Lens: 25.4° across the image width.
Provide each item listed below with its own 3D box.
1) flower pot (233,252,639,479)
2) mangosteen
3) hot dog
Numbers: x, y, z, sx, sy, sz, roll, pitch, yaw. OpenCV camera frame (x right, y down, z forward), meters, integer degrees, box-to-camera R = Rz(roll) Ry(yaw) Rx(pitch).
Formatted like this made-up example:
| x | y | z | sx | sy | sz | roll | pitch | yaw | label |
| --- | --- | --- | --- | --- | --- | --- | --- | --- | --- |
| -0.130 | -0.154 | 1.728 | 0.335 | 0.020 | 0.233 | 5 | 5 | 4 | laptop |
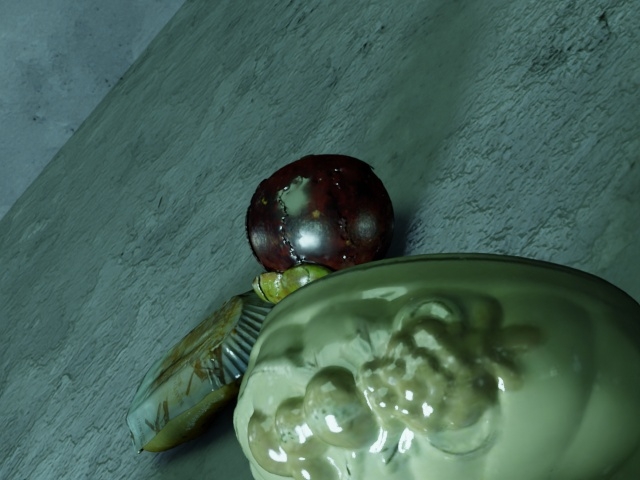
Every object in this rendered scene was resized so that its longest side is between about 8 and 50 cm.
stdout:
| x | y | z | sx | sy | sz | roll | pitch | yaw | label |
| --- | --- | --- | --- | --- | --- | --- | --- | --- | --- |
| 0.092 | 0.171 | 0.946 | 0.307 | 0.307 | 0.244 | -29 | 49 | 41 | flower pot |
| 0.000 | 0.000 | 1.498 | 0.166 | 0.166 | 0.180 | -23 | 62 | 47 | mangosteen |
| -0.130 | 0.152 | 1.595 | 0.270 | 0.082 | 0.163 | -39 | 18 | 44 | hot dog |
